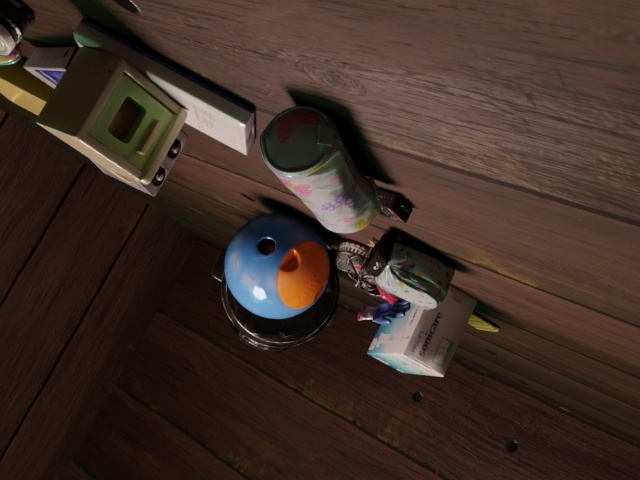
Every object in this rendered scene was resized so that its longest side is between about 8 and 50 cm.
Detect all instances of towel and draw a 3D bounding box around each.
[{"bbox_3d":[0.384,0.189,2.048,0.237,0.021,0.102,32,165,-21],"label":"towel"}]

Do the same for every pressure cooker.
[{"bbox_3d":[-0.134,0.158,2.380,0.420,0.375,0.370,153,94,-81],"label":"pressure cooker"}]

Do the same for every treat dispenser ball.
[{"bbox_3d":[-0.117,0.068,2.006,0.288,0.288,0.288,28,172,4],"label":"treat dispenser ball"}]

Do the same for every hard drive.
[{"bbox_3d":[-0.264,-0.264,1.311,0.318,0.040,0.210,28,172,-1],"label":"hard drive"}]

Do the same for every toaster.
[{"bbox_3d":[-0.428,-0.219,1.706,0.185,0.168,0.110,25,169,15],"label":"toaster"}]

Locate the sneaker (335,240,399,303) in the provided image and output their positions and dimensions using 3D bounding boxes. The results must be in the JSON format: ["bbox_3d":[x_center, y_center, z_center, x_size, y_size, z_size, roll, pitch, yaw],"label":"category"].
[{"bbox_3d":[0.119,0.078,1.906,0.121,0.112,0.299,33,171,-28],"label":"sneaker"}]

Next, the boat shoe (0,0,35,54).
[{"bbox_3d":[-0.671,-0.442,1.380,0.302,0.091,0.114,29,152,9],"label":"boat shoe"}]

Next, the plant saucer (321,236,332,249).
[{"bbox_3d":[0.000,0.000,2.157,0.083,0.015,0.083,28,171,5],"label":"plant saucer"}]

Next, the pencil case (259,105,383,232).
[{"bbox_3d":[0.009,-0.102,1.157,0.124,0.113,0.273,14,167,26],"label":"pencil case"}]

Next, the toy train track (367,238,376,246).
[{"bbox_3d":[0.146,0.011,1.755,0.083,0.014,0.048,10,154,48],"label":"toy train track"}]

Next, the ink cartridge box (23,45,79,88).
[{"bbox_3d":[-0.486,-0.330,1.546,0.176,0.069,0.371,35,173,-36],"label":"ink cartridge box"}]

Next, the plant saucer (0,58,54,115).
[{"bbox_3d":[-0.739,-0.389,1.980,0.333,0.081,0.333,28,173,3],"label":"plant saucer"}]

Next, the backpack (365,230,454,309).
[{"bbox_3d":[0.193,0.068,1.592,0.182,0.115,0.152,26,169,-2],"label":"backpack"}]

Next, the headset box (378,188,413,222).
[{"bbox_3d":[0.119,-0.064,1.309,0.083,0.032,0.062,20,169,41],"label":"headset box"}]

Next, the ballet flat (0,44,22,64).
[{"bbox_3d":[-0.784,-0.464,1.730,0.221,0.077,0.079,23,153,39],"label":"ballet flat"}]

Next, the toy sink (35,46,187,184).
[{"bbox_3d":[-0.334,-0.197,1.275,0.131,0.153,0.234,22,169,35],"label":"toy sink"}]

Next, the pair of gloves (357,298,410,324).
[{"bbox_3d":[0.186,0.140,1.879,0.159,0.198,0.023,-8,126,44],"label":"pair of gloves"}]

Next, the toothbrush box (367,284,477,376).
[{"bbox_3d":[0.259,0.229,1.933,0.126,0.216,0.295,29,165,-7],"label":"toothbrush box"}]
